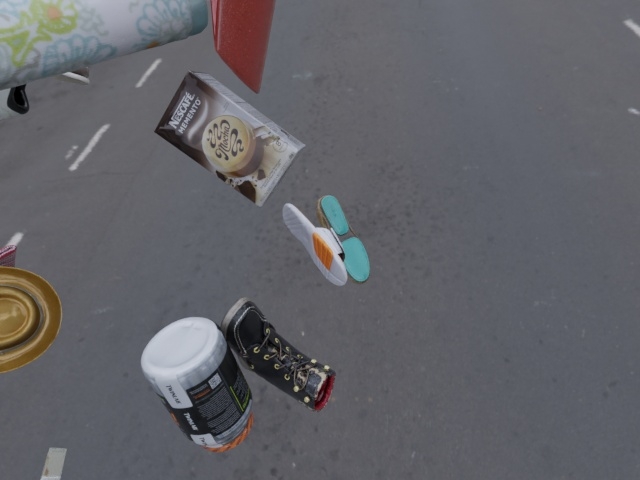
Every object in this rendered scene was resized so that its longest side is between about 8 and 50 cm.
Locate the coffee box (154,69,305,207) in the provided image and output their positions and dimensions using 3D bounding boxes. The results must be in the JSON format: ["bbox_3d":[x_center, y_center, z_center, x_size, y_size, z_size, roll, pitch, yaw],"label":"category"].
[{"bbox_3d":[-0.207,-0.238,1.078,0.297,0.168,0.119,35,18,-5],"label":"coffee box"}]

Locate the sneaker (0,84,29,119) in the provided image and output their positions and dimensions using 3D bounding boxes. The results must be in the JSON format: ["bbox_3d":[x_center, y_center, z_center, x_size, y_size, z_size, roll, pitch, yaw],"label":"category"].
[{"bbox_3d":[-0.566,-0.335,0.742,0.182,0.316,0.127,-13,35,-7],"label":"sneaker"}]

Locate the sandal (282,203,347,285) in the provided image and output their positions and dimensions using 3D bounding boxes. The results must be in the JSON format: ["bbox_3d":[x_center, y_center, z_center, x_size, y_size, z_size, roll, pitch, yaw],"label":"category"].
[{"bbox_3d":[0.002,-0.006,1.196,0.076,0.102,0.265,-28,71,-31],"label":"sandal"}]

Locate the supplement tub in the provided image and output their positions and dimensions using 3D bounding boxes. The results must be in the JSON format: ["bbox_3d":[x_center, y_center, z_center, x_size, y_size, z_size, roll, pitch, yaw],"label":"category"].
[{"bbox_3d":[-0.283,0.358,1.117,0.193,0.316,0.194,-12,32,7],"label":"supplement tub"}]

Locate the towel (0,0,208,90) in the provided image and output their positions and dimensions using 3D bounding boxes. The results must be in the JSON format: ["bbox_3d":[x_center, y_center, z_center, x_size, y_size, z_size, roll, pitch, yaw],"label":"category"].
[{"bbox_3d":[-0.354,-0.349,0.500,0.320,0.090,0.375,-36,91,-32],"label":"towel"}]

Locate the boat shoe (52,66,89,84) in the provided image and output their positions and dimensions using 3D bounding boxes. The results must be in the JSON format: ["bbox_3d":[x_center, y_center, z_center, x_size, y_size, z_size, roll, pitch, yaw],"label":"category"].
[{"bbox_3d":[-0.687,-0.449,1.034,0.324,0.097,0.116,17,-2,-19],"label":"boat shoe"}]

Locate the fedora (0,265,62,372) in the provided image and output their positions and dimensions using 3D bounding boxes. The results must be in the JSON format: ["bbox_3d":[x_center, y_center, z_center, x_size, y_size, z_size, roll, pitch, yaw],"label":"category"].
[{"bbox_3d":[-0.533,0.127,0.748,0.194,0.194,0.079,-42,10,-29],"label":"fedora"}]

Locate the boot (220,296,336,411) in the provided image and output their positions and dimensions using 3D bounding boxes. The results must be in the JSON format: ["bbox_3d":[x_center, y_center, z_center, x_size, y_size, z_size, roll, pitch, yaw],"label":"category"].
[{"bbox_3d":[-0.108,0.317,1.241,0.284,0.378,0.138,26,58,22],"label":"boot"}]

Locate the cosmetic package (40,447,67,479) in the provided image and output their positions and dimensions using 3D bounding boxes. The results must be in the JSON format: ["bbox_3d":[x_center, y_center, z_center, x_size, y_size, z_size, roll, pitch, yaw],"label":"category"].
[{"bbox_3d":[-0.637,0.550,1.086,0.041,0.060,0.115,16,1,-24],"label":"cosmetic package"}]

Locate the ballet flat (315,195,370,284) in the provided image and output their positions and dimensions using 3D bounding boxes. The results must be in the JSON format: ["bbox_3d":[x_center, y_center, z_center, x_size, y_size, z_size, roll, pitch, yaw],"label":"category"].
[{"bbox_3d":[0.070,0.005,1.643,0.116,0.124,0.343,-24,81,-24],"label":"ballet flat"}]

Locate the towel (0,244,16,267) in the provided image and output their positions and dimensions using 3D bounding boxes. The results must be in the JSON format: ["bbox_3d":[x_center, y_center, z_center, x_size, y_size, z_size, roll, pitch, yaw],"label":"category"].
[{"bbox_3d":[-0.825,0.094,1.097,0.199,0.031,0.274,-42,13,-34],"label":"towel"}]

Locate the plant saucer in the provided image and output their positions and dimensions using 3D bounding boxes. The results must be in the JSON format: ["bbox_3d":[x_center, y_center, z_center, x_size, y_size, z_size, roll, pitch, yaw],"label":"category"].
[{"bbox_3d":[-0.074,-0.320,0.415,0.047,0.258,0.259,-1,63,-17],"label":"plant saucer"}]
